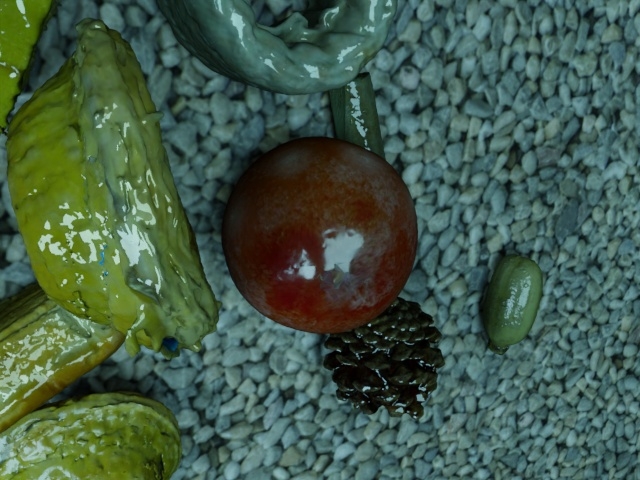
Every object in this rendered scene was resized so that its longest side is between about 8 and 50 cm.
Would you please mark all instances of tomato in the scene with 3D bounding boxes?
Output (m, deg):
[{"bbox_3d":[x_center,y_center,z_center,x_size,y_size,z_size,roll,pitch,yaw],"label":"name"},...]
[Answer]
[{"bbox_3d":[0.000,0.000,0.910,0.264,0.265,0.265,-7,109,-21],"label":"tomato"}]

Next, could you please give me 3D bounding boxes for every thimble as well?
[{"bbox_3d":[-0.047,-0.331,0.826,0.291,0.195,0.292,-9,110,-25],"label":"thimble"}]

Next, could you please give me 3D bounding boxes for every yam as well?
[{"bbox_3d":[0.056,-0.154,0.995,0.068,0.068,0.169,-21,113,-16],"label":"yam"}]

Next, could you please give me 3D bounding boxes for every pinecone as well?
[{"bbox_3d":[0.095,0.186,1.065,0.184,0.179,0.205,10,121,-3],"label":"pinecone"}]

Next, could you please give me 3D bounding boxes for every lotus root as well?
[{"bbox_3d":[0.324,0.114,1.180,0.077,0.090,0.183,4,108,-29],"label":"lotus root"}]

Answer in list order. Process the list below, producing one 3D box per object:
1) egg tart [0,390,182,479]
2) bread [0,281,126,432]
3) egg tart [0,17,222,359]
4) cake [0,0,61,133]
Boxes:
[{"bbox_3d":[-0.317,0.327,0.917,0.294,0.123,0.294,-20,136,-20],"label":"egg tart"},{"bbox_3d":[-0.356,0.135,0.854,0.245,0.174,0.121,-33,117,-15],"label":"bread"},{"bbox_3d":[-0.223,-0.043,0.747,0.169,0.388,0.388,-15,112,-8],"label":"egg tart"},{"bbox_3d":[-0.355,-0.246,0.717,0.156,0.179,0.261,21,115,-30],"label":"cake"}]
